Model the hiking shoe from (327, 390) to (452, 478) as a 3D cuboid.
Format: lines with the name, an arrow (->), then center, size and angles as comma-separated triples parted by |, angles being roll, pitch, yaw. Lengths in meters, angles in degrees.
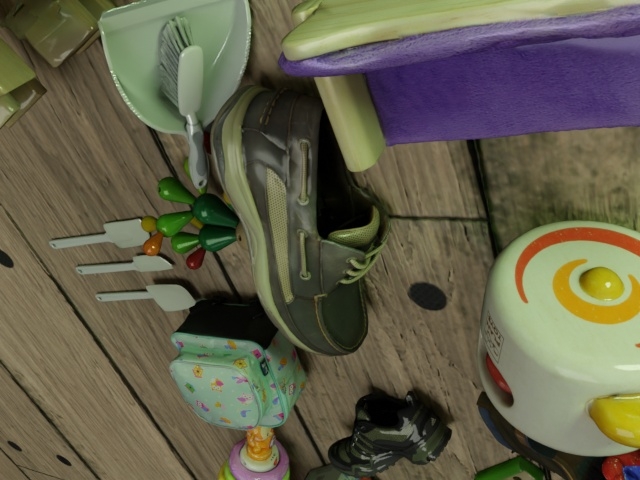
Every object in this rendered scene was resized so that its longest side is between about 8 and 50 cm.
hiking shoe -> 0.082, 0.274, 1.072 | 0.226, 0.086, 0.114 | -29, 99, 41

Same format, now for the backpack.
backpack -> -0.114, 0.190, 1.052 | 0.165, 0.144, 0.188 | -1, 134, 26

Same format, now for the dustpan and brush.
dustpan and brush -> -0.131, -0.138, 0.724 | 0.060, 0.147, 0.211 | 51, 152, 26

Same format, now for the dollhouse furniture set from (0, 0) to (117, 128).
dollhouse furniture set -> -0.318, -0.242, 0.589 | 0.394, 0.362, 0.256 | -36, 108, 22

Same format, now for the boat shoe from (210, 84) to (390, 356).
boat shoe -> 0.000, 0.000, 0.789 | 0.130, 0.132, 0.356 | 4, 134, 30

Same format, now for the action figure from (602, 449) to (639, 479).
action figure -> 0.401, 0.254, 0.781 | 0.091, 0.139, 0.280 | -5, 147, -22

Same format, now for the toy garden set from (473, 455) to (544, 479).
toy garden set -> 0.324, 0.434, 1.090 | 0.244, 0.049, 0.204 | 36, 140, -5

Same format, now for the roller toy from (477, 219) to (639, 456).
roller toy -> 0.241, 0.082, 0.665 | 0.191, 0.209, 0.146 | 22, 140, 25

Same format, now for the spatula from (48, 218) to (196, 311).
spatula -> -0.309, 0.046, 1.124 | 0.242, 0.019, 0.168 | -7, 128, 37

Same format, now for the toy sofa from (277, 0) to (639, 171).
toy sofa -> 0.161, -0.130, 0.516 | 0.362, 0.177, 0.150 | 0, 131, 31

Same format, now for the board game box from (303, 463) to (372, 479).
board game box -> 0.080, 0.529, 1.256 | 0.275, 0.142, 0.144 | 42, 143, -7

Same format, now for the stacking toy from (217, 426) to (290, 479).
stacking toy -> -0.113, 0.406, 1.291 | 0.165, 0.175, 0.302 | 22, 126, 17

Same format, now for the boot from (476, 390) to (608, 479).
boot -> 0.293, 0.253, 0.927 | 0.219, 0.082, 0.106 | 41, 168, -27

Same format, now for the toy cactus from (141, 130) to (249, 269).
toy cactus -> -0.114, -0.024, 0.875 | 0.180, 0.112, 0.219 | 27, 131, -10
